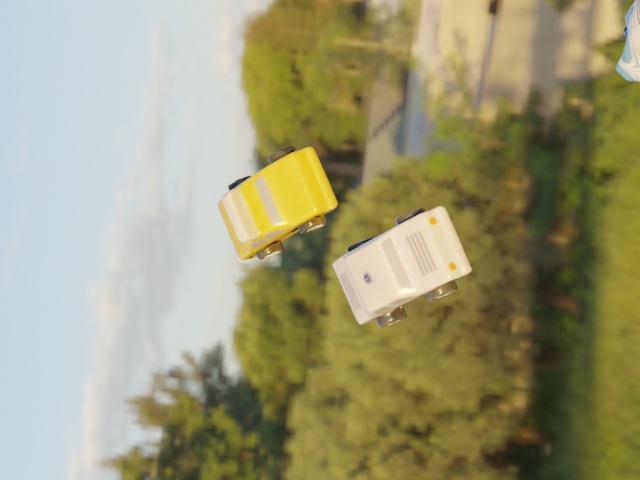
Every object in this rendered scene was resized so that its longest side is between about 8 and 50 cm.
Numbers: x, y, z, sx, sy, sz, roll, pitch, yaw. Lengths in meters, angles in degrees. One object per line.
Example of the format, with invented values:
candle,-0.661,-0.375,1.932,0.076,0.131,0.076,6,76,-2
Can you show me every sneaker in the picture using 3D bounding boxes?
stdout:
sneaker,0.441,-0.307,2.099,0.086,0.085,0.237,-13,44,46

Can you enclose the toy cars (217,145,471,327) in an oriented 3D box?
toy cars,0.000,0.000,1.834,0.087,0.394,0.176,-18,-58,-40
